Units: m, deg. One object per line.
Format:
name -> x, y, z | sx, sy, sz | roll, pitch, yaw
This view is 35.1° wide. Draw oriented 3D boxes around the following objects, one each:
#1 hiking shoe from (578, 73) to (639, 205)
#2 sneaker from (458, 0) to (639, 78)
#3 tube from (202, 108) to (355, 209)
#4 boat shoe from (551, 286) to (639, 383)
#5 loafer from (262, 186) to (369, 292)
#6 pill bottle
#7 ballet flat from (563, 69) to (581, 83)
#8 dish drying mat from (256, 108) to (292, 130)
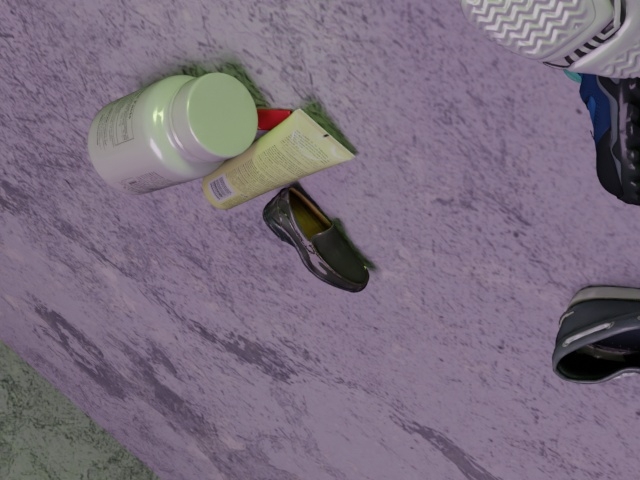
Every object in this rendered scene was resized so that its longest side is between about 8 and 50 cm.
hiking shoe -> 0.226, -0.180, 0.781 | 0.132, 0.113, 0.304 | 8, 105, 59
sneaker -> 0.106, -0.262, 0.685 | 0.365, 0.210, 0.137 | 29, 129, -7
tube -> -0.061, -0.097, 1.267 | 0.240, 0.070, 0.062 | -21, 79, 51
boat shoe -> 0.376, 0.109, 1.020 | 0.319, 0.099, 0.116 | -3, 127, 47
loafer -> 0.000, 0.000, 1.313 | 0.170, 0.062, 0.061 | 40, 143, -1
pill bottle -> -0.185, -0.136, 1.272 | 0.229, 0.131, 0.131 | -9, 123, 50
ballet flat -> 0.306, -0.129, 0.841 | 0.247, 0.083, 0.087 | 31, 160, 20
dish drying mat -> -0.063, -0.148, 1.248 | 0.083, 0.008, 0.032 | 8, 134, 40
